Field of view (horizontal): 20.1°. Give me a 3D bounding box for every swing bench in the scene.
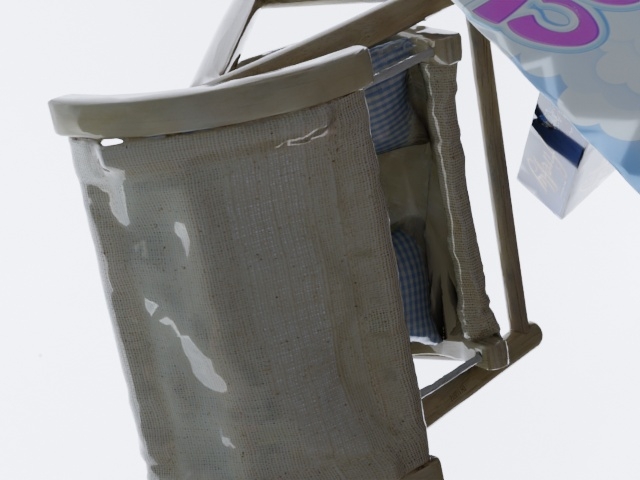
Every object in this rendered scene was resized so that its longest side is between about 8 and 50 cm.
[{"bbox_3d":[0.000,0.000,1.014,0.165,0.254,0.253,0,-66,25],"label":"swing bench"}]

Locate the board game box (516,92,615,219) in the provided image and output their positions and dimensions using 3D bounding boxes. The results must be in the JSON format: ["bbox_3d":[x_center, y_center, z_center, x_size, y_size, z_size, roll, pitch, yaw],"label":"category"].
[{"bbox_3d":[0.193,-0.119,1.020,0.165,0.243,0.042,-42,-105,-13],"label":"board game box"}]

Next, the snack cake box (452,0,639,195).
[{"bbox_3d":[0.108,-0.120,0.539,0.264,0.152,0.089,41,-139,-30],"label":"snack cake box"}]
